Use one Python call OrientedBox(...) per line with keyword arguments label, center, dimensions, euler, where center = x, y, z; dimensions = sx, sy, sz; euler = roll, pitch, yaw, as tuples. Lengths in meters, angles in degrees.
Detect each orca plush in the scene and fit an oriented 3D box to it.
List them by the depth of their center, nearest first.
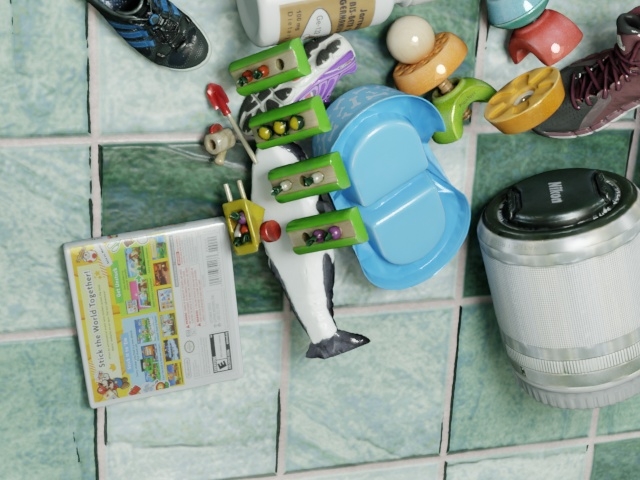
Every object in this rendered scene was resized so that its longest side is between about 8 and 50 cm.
OrientedBox(label="orca plush", center=(0.000, 0.000, 1.425), dimensions=(0.102, 0.151, 0.287), euler=(-30, 94, -48))

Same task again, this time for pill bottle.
OrientedBox(label="pill bottle", center=(0.021, -0.309, 1.303), dimensions=(0.229, 0.131, 0.131), euler=(-14, 113, -13))

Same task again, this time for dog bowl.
OrientedBox(label="dog bowl", center=(0.085, -0.069, 1.405), dimensions=(0.166, 0.074, 0.297), euler=(-33, 132, -9))

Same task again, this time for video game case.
OrientedBox(label="video game case", center=(-0.209, 0.093, 1.435), dimensions=(0.206, 0.026, 0.227), euler=(-10, 113, -15))

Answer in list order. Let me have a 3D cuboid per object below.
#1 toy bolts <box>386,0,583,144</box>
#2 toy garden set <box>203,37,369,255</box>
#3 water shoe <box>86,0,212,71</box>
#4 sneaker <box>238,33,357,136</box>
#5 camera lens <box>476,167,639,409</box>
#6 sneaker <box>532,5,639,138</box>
OrientedBox(label="toy bolts", center=(0.210, -0.249, 1.360), dimensions=(0.228, 0.218, 0.158), euler=(-46, 114, -16))
OrientedBox(label="toy garden set", center=(-0.068, -0.093, 1.324), dimensions=(0.049, 0.203, 0.244), euler=(-29, 103, -44))
OrientedBox(label="water shoe", center=(-0.207, -0.256, 1.276), dimensions=(0.203, 0.080, 0.073), euler=(35, 96, -26))
OrientedBox(label="sneaker", center=(-0.024, -0.179, 1.376), dimensions=(0.170, 0.068, 0.071), euler=(-37, 133, 4))
OrientedBox(label="camera lens", center=(0.337, 0.057, 1.491), dimensions=(0.219, 0.219, 0.274), euler=(-21, 114, -10))
OrientedBox(label="sneaker", center=(0.361, -0.224, 1.384), dimensions=(0.281, 0.106, 0.162), euler=(-19, 154, 27))
